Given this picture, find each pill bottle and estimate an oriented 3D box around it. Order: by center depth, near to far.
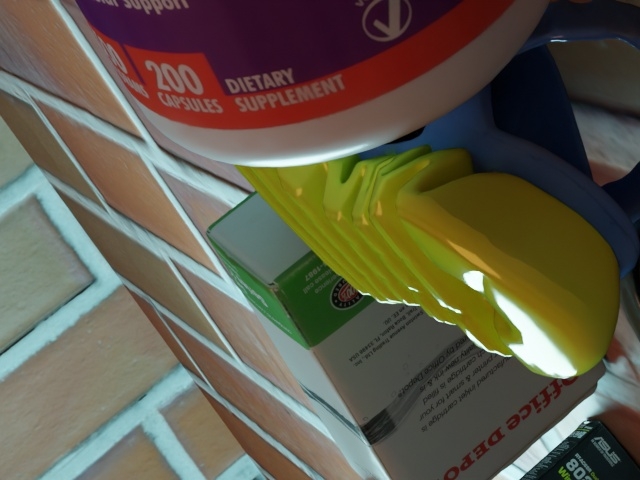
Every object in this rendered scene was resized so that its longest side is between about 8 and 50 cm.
[{"bbox_3d":[-0.044,-0.190,0.542,0.181,0.181,0.323,36,161,48],"label":"pill bottle"}]

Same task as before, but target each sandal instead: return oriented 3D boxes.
[{"bbox_3d":[0.054,-0.044,0.706,0.126,0.138,0.317,47,169,-31],"label":"sandal"}]

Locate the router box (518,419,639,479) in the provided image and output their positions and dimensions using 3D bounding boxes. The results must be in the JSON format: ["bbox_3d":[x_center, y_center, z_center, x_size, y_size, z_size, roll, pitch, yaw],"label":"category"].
[{"bbox_3d":[0.180,0.191,1.043,0.122,0.092,0.038,50,167,-1],"label":"router box"}]

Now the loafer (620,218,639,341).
[{"bbox_3d":[0.218,0.091,0.645,0.267,0.096,0.084,53,161,0],"label":"loafer"}]

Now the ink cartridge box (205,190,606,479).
[{"bbox_3d":[0.054,0.038,0.912,0.087,0.153,0.208,35,159,52],"label":"ink cartridge box"}]
